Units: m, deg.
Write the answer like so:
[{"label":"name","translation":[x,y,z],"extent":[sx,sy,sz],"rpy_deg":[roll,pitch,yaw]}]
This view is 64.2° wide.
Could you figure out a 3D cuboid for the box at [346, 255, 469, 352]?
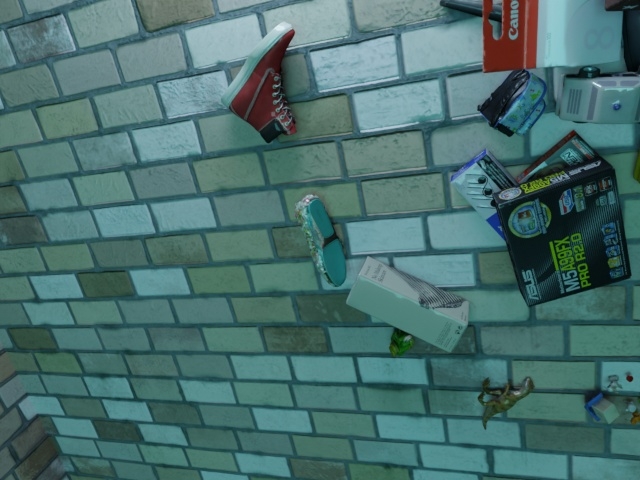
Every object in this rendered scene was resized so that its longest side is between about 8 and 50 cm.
[{"label":"box","translation":[0.210,0.150,1.226],"extent":[0.275,0.113,0.094],"rpy_deg":[24,119,5]}]

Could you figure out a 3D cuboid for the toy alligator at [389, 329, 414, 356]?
[{"label":"toy alligator","translation":[0.200,0.247,1.276],"extent":[0.056,0.189,0.051],"rpy_deg":[-24,67,-8]}]

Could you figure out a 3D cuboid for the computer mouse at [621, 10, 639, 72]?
[{"label":"computer mouse","translation":[0.622,-0.343,0.884],"extent":[0.184,0.060,0.262],"rpy_deg":[-13,110,24]}]

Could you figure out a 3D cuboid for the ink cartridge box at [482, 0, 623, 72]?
[{"label":"ink cartridge box","translation":[0.401,-0.393,0.876],"extent":[0.232,0.066,0.189],"rpy_deg":[-9,108,-10]}]

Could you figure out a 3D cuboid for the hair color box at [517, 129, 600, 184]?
[{"label":"hair color box","translation":[0.479,-0.147,1.034],"extent":[0.072,0.043,0.141],"rpy_deg":[42,121,-5]}]

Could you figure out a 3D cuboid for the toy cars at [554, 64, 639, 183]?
[{"label":"toy cars","translation":[0.606,-0.188,0.919],"extent":[0.394,0.087,0.176],"rpy_deg":[35,131,-8]}]

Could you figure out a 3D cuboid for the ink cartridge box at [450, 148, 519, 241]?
[{"label":"ink cartridge box","translation":[0.384,-0.087,1.092],"extent":[0.207,0.046,0.097],"rpy_deg":[46,120,-7]}]

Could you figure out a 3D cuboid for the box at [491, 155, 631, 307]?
[{"label":"box","translation":[0.493,-0.009,1.039],"extent":[0.216,0.060,0.270],"rpy_deg":[-19,117,13]}]

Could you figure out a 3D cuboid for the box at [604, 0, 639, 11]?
[{"label":"box","translation":[0.538,-0.463,0.735],"extent":[0.167,0.168,0.203],"rpy_deg":[-5,98,-6]}]

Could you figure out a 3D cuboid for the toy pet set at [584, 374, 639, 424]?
[{"label":"toy pet set","translation":[0.698,0.384,1.216],"extent":[0.114,0.065,0.122],"rpy_deg":[-35,105,-7]}]

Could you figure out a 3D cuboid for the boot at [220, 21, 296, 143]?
[{"label":"boot","translation":[-0.089,-0.333,1.115],"extent":[0.176,0.088,0.244],"rpy_deg":[42,128,-4]}]

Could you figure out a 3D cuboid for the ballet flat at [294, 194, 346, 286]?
[{"label":"ballet flat","translation":[0.000,0.000,1.254],"extent":[0.077,0.091,0.241],"rpy_deg":[2,114,51]}]

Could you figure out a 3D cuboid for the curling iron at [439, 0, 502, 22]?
[{"label":"curling iron","translation":[0.354,-0.407,0.957],"extent":[0.274,0.035,0.068],"rpy_deg":[24,119,6]}]

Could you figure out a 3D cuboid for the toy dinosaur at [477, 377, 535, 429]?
[{"label":"toy dinosaur","translation":[0.449,0.419,1.300],"extent":[0.112,0.064,0.211],"rpy_deg":[37,120,-2]}]

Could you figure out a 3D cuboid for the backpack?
[{"label":"backpack","translation":[0.378,-0.266,0.981],"extent":[0.084,0.105,0.114],"rpy_deg":[22,121,-18]}]
